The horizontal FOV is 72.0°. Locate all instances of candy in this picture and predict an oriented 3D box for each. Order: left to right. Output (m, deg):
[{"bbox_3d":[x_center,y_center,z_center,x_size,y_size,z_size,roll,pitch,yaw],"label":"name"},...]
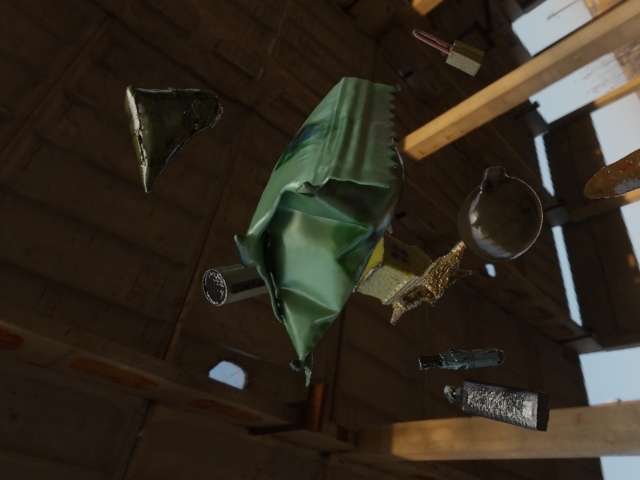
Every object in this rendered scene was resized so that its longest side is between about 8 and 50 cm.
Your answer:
[{"bbox_3d":[0.007,0.001,0.606,0.172,0.397,0.262,12,-135,6],"label":"candy"}]

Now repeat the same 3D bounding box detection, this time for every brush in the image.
[{"bbox_3d":[0.391,-0.599,1.375,0.234,0.047,0.103,25,-133,0],"label":"brush"}]

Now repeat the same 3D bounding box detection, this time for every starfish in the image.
[{"bbox_3d":[0.313,0.117,1.189,0.084,0.294,0.301,45,170,24],"label":"starfish"}]

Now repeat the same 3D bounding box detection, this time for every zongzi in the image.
[{"bbox_3d":[-0.371,-0.271,1.180,0.251,0.125,0.274,-11,-95,-23],"label":"zongzi"}]

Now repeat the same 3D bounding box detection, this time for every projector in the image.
[{"bbox_3d":[-0.189,0.112,1.345,0.338,0.108,0.108,-10,-103,-50],"label":"projector"}]

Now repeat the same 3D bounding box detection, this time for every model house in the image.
[{"bbox_3d":[0.249,0.116,1.483,0.234,0.193,0.174,28,-140,-10],"label":"model house"}]

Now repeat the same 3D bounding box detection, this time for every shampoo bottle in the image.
[{"bbox_3d":[0.482,0.454,1.251,0.071,0.310,0.098,18,-106,-33],"label":"shampoo bottle"}]

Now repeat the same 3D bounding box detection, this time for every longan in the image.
[{"bbox_3d":[0.370,-0.055,0.921,0.185,0.159,0.204,-26,-66,-30],"label":"longan"}]

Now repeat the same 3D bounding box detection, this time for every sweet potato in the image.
[{"bbox_3d":[0.529,-0.115,0.707,0.078,0.255,0.058,43,-114,-13],"label":"sweet potato"}]

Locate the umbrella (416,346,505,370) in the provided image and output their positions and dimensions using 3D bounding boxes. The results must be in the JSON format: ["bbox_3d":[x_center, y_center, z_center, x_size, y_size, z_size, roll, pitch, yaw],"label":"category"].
[{"bbox_3d":[0.381,0.320,1.200,0.251,0.052,0.053,0,-140,-9],"label":"umbrella"}]
